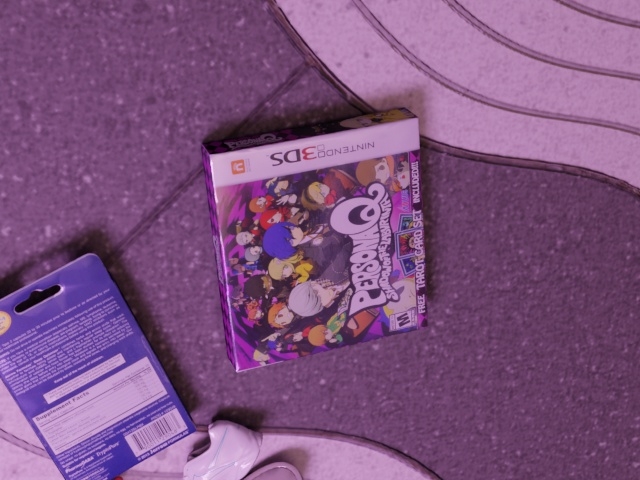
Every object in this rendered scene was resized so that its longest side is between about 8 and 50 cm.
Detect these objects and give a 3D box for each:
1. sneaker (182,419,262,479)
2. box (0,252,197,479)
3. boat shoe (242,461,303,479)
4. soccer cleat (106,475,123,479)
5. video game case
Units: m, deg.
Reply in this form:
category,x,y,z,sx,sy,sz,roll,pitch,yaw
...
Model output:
category,x,y,z,sx,sy,sz,roll,pitch,yaw
sneaker,-0.120,0.250,1.166,0.061,0.053,0.152,28,96,-12
box,-0.225,0.125,1.077,0.136,0.036,0.225,-28,119,-9
boat shoe,-0.081,0.324,1.212,0.206,0.075,0.065,-58,161,1
soccer cleat,-0.153,0.343,1.129,0.248,0.083,0.095,43,97,-2
video game case,0.000,0.000,1.112,0.210,0.042,0.232,-11,114,-15
